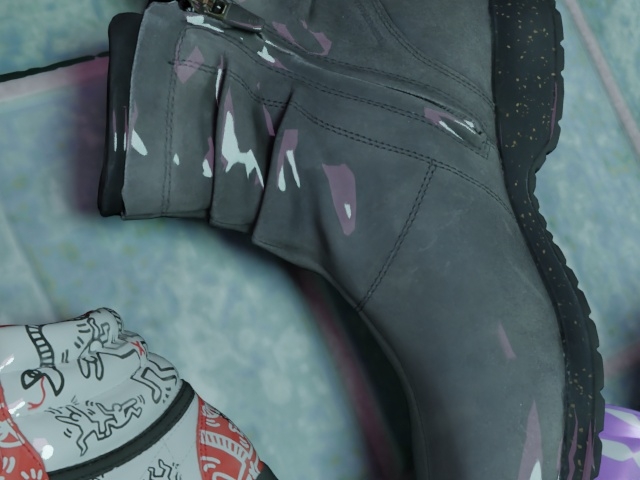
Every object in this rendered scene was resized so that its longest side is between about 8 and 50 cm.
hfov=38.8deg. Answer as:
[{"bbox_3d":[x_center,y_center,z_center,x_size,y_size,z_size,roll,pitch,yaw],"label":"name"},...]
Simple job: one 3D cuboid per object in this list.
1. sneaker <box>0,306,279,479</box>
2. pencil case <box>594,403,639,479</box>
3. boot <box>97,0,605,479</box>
[{"bbox_3d":[-0.123,0.123,0.303,0.145,0.090,0.270,50,36,-1],"label":"sneaker"},{"bbox_3d":[0.113,0.176,0.432,0.086,0.088,0.206,48,56,-46],"label":"pencil case"},{"bbox_3d":[0.000,0.000,0.427,0.222,0.118,0.338,10,61,-17],"label":"boot"}]
